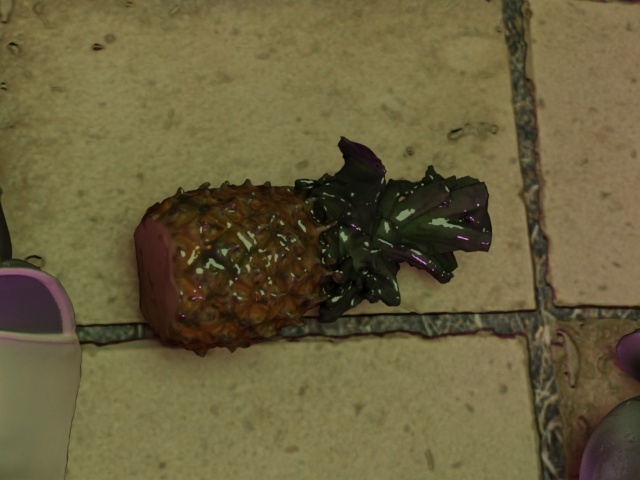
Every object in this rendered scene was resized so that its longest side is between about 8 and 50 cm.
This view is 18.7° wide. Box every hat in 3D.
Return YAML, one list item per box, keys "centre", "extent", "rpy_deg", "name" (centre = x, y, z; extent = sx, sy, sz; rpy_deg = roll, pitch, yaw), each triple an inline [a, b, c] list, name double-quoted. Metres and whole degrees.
- centre: [-0.304, 0.124, 1.528]
  extent: [0.275, 0.161, 0.232]
  rpy_deg: [14, 81, -39]
  name: "hat"

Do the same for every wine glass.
- centre: [0.284, 0.189, 1.704]
  extent: [0.103, 0.103, 0.222]
  rpy_deg: [29, 56, -9]
  name: "wine glass"

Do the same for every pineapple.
- centre: [0.000, 0.000, 1.657]
  extent: [0.310, 0.141, 0.170]
  rpy_deg: [-10, 116, -24]
  name: "pineapple"

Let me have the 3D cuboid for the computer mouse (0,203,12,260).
- centre: [-0.333, -0.054, 1.606]
  extent: [0.120, 0.057, 0.232]
  rpy_deg: [-17, 81, -15]
  name: "computer mouse"
